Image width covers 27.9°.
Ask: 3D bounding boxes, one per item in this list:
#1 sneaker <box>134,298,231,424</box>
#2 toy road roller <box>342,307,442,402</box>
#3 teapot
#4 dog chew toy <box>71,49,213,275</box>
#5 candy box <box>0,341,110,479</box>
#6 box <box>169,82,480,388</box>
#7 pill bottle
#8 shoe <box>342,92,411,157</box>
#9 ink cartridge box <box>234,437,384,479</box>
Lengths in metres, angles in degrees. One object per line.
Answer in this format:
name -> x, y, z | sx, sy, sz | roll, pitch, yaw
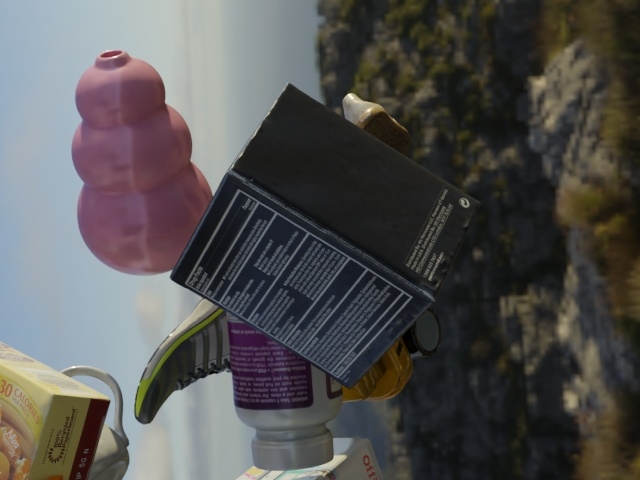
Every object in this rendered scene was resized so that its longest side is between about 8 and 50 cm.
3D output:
sneaker -> -0.180, 0.178, 2.038 | 0.300, 0.121, 0.111 | -49, -4, -13
toy road roller -> 0.040, 0.130, 2.174 | 0.240, 0.202, 0.329 | -50, -60, -47
teapot -> -0.405, 0.323, 1.827 | 0.252, 0.187, 0.256 | -54, -13, 19
dog chew toy -> -0.275, -0.118, 1.903 | 0.206, 0.207, 0.332 | -103, 3, -65
candy box -> -0.385, 0.215, 1.467 | 0.316, 0.087, 0.183 | 18, 91, 43
box -> 0.000, 0.000, 1.675 | 0.182, 0.294, 0.296 | -61, 5, -35
pill bottle -> -0.053, 0.189, 1.962 | 0.169, 0.169, 0.301 | -164, 69, -85
shoe -> 0.083, -0.157, 1.919 | 0.058, 0.076, 0.219 | 40, 176, 24
ink cartridge box -> -0.036, 0.467, 2.082 | 0.197, 0.270, 0.198 | -10, 104, 43
